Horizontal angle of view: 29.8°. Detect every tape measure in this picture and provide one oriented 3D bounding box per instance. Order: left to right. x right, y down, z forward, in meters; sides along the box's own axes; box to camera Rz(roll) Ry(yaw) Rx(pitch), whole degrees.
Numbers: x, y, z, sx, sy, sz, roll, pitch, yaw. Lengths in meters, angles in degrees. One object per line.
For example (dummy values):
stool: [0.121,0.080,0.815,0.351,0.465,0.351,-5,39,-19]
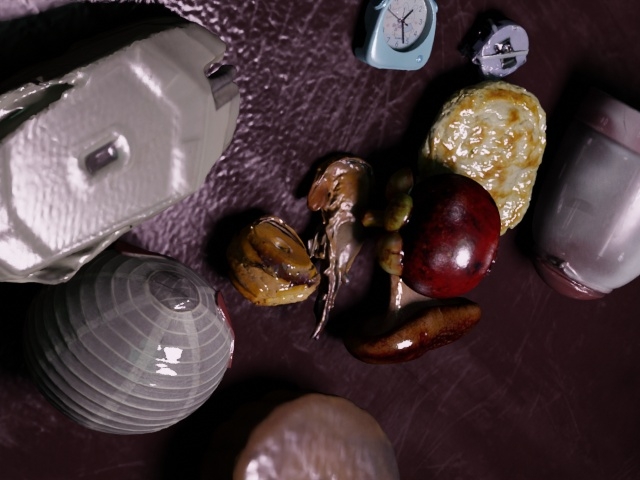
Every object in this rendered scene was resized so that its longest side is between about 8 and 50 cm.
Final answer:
tape measure: [0.253,-0.277,1.739,0.094,0.054,0.091,-41,128,-1]

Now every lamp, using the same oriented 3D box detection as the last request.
lamp: [-0.227,0.119,1.472,0.265,0.233,0.233,28,94,-27]

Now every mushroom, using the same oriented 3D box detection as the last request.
mushroom: [0.118,0.061,1.780,0.227,0.148,0.218,-22,105,-37]

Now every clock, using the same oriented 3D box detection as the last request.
clock: [0.108,-0.306,1.628,0.108,0.045,0.147,-2,112,-36]

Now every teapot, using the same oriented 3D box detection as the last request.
teapot: [0.466,-0.055,1.919,0.312,0.233,0.315,-61,159,13]

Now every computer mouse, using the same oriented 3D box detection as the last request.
computer mouse: [-0.276,-0.110,1.388,0.429,0.145,0.228,-35,121,-33]

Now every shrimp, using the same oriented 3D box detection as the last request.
shrimp: [0.002,0.004,1.693,0.117,0.066,0.262,24,82,-27]

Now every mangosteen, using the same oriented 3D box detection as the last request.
mangosteen: [0.152,-0.013,1.668,0.199,0.200,0.200,-16,120,-29]

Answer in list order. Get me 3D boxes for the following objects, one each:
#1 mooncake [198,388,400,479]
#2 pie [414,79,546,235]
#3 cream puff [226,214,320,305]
mooncake: [-0.034,0.354,1.733,0.290,0.161,0.291,2,86,-33]
pie: [0.225,-0.120,1.767,0.201,0.090,0.248,1,118,-20]
cream puff: [-0.067,0.035,1.624,0.133,0.119,0.104,31,114,-30]
